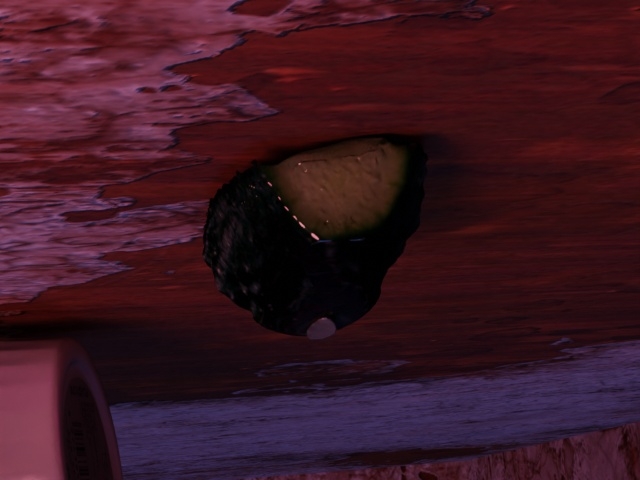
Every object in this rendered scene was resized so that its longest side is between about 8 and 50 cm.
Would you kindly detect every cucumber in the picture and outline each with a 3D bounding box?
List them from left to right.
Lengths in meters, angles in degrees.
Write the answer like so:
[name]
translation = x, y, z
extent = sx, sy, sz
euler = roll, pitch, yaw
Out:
[cucumber]
translation = 0.000, 0.000, 1.037
extent = 0.115, 0.085, 0.193
euler = -3, 163, -8

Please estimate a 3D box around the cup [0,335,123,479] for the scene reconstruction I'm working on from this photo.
[cup]
translation = -0.343, 0.199, 1.425
extent = 0.372, 0.253, 0.253
euler = -8, 170, 5
